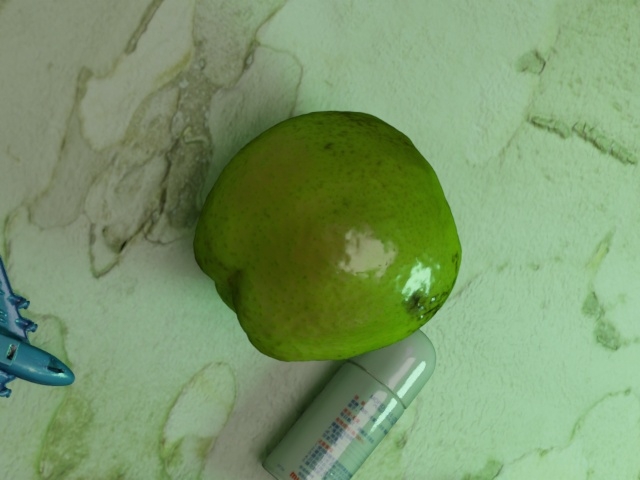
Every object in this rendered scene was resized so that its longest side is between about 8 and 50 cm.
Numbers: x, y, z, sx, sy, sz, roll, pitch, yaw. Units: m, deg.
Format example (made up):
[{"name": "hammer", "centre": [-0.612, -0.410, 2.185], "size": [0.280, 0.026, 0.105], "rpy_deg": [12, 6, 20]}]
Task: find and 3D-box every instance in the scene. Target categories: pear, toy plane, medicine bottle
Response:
[{"name": "pear", "centre": [0.000, 0.000, 1.561], "size": [0.390, 0.391, 0.391], "rpy_deg": [-4, 100, -26]}, {"name": "toy plane", "centre": [-0.464, 0.149, 1.490], "size": [0.271, 0.105, 0.254], "rpy_deg": [25, 72, -24]}, {"name": "medicine bottle", "centre": [0.059, 0.278, 1.752], "size": [0.341, 0.130, 0.130], "rpy_deg": [-49, 115, -11]}]
